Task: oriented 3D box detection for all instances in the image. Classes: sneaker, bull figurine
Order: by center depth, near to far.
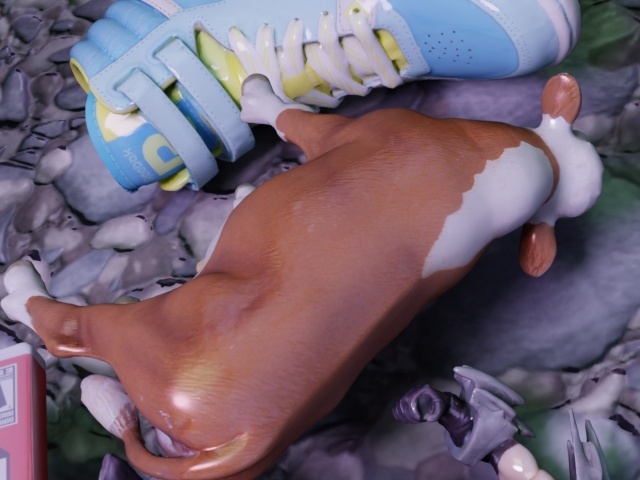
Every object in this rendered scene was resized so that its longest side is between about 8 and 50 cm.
[{"bbox_3d":[0.000,0.000,0.683,0.188,0.101,0.310,16,41,39],"label":"bull figurine"},{"bbox_3d":[-0.017,-0.098,0.823,0.319,0.127,0.208,14,58,41],"label":"sneaker"}]

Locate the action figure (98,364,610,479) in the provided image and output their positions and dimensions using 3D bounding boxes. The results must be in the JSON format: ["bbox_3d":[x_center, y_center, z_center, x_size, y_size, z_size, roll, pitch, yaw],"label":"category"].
[{"bbox_3d":[0.028,0.148,0.632,0.285,0.099,0.185,-3,41,14],"label":"action figure"}]

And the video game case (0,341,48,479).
[{"bbox_3d":[-0.220,0.193,0.633,0.204,0.025,0.285,-17,51,7],"label":"video game case"}]
